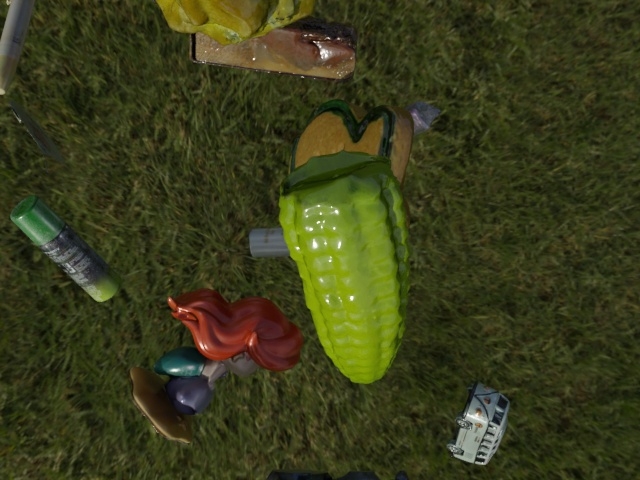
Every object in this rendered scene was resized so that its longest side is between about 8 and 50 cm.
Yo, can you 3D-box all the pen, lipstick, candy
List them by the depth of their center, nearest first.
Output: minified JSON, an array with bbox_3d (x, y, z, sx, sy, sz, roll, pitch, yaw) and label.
[{"bbox_3d":[0.026,0.032,0.537,0.097,0.096,0.209,-15,121,-8],"label":"candy"},{"bbox_3d":[-0.444,-0.315,0.978,0.040,0.032,0.233,11,68,-16],"label":"pen"},{"bbox_3d":[0.000,0.000,1.260,0.264,0.059,0.059,-2,89,9],"label":"lipstick"}]

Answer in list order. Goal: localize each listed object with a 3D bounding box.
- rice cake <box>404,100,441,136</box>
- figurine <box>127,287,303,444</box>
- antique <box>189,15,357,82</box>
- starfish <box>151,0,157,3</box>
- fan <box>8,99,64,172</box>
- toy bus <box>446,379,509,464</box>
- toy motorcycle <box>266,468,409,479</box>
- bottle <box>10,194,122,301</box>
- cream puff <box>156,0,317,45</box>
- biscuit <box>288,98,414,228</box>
[{"bbox_3d":[0.142,-0.259,1.789,0.070,0.399,0.064,43,49,-21],"label":"rice cake"},{"bbox_3d":[-0.176,0.179,1.094,0.257,0.181,0.208,-42,75,-2],"label":"figurine"},{"bbox_3d":[-0.082,-0.370,1.258,0.310,0.087,0.093,8,131,-4],"label":"antique"},{"bbox_3d":[-0.401,-0.730,1.838,0.146,0.074,0.189,18,94,30],"label":"starfish"},{"bbox_3d":[-0.619,-0.215,1.501,0.010,0.310,0.182,-37,131,-3],"label":"fan"},{"bbox_3d":[0.291,0.337,1.237,0.089,0.193,0.087,19,52,17],"label":"toy bus"},{"bbox_3d":[0.046,0.353,0.818,0.232,0.416,0.172,-5,66,-4],"label":"toy motorcycle"},{"bbox_3d":[-0.654,0.025,1.756,0.093,0.093,0.330,-39,127,-7],"label":"bottle"},{"bbox_3d":[-0.116,-0.304,0.687,0.195,0.195,0.221,-31,86,-7],"label":"cream puff"},{"bbox_3d":[0.048,-0.104,1.122,0.057,0.287,0.343,10,49,-37],"label":"biscuit"}]
